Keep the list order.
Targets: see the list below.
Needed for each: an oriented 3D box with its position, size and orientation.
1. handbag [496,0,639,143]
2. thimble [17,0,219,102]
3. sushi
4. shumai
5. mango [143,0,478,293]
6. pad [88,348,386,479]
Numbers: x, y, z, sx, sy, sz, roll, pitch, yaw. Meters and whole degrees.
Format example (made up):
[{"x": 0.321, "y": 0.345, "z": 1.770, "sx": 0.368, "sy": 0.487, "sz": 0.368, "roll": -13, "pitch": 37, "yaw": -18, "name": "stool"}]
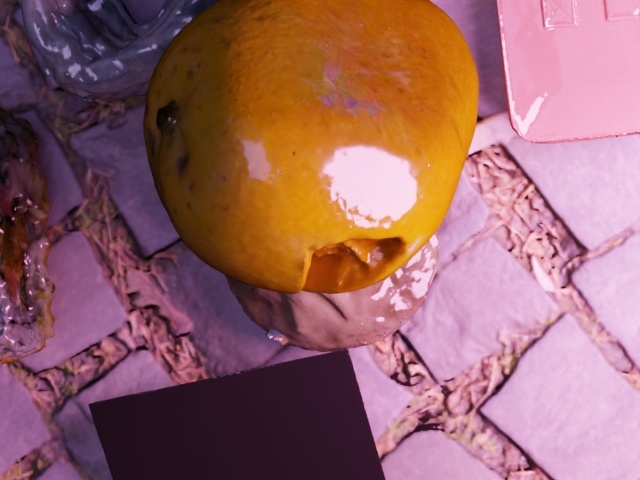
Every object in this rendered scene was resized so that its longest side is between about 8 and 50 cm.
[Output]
[{"x": 0.259, "y": -0.167, "z": 1.526, "sx": 0.213, "sy": 0.059, "sz": 0.157, "roll": -7, "pitch": 93, "yaw": 10, "name": "handbag"}, {"x": -0.148, "y": -0.232, "z": 1.552, "sx": 0.205, "sy": 0.172, "sz": 0.250, "roll": 29, "pitch": 96, "yaw": 13, "name": "thimble"}, {"x": -0.312, "y": 0.021, "z": 1.588, "sx": 0.139, "sy": 0.184, "sz": 0.274, "roll": -6, "pitch": 93, "yaw": 13, "name": "sushi"}, {"x": 0.000, "y": 0.000, "z": 1.558, "sx": 0.201, "sy": 0.120, "sz": 0.201, "roll": 0, "pitch": 90, "yaw": 12, "name": "shumai"}, {"x": 0.011, "y": -0.100, "z": 1.440, "sx": 0.253, "sy": 0.365, "sz": 0.182, "roll": 46, "pitch": 134, "yaw": 4, "name": "mango"}, {"x": -0.070, "y": 0.198, "z": 1.621, "sx": 0.246, "sy": 0.006, "sz": 0.170, "roll": -13, "pitch": 104, "yaw": 12, "name": "pad"}]
